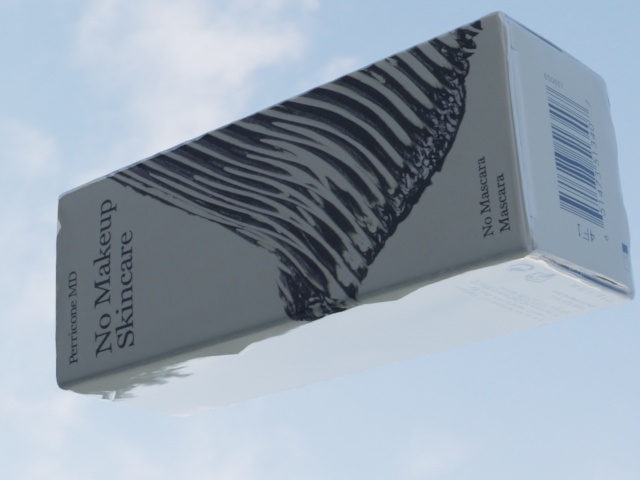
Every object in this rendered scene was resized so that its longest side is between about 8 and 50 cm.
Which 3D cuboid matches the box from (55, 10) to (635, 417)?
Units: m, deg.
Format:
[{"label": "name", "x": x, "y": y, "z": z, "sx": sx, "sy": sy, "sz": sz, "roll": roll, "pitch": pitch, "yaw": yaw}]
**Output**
[{"label": "box", "x": 0.000, "y": 0.000, "z": 0.671, "sx": 0.275, "sy": 0.094, "sz": 0.113, "roll": -20, "pitch": -116, "yaw": 35}]
